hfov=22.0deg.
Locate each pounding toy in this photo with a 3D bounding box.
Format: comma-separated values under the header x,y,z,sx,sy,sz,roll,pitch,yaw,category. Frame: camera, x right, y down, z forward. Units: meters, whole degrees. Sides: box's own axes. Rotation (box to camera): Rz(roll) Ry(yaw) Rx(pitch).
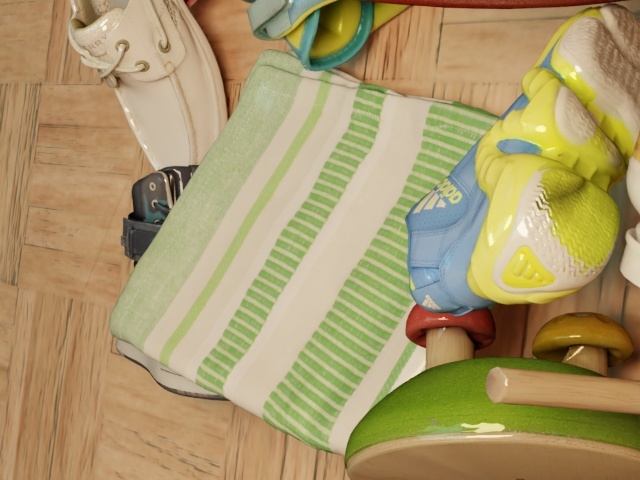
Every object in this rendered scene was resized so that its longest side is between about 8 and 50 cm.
x,y,z,sx,sy,sz,roll,pitch,yaw,category
0.117,0.074,0.882,0.237,0.183,0.110,140,139,-60,pounding toy

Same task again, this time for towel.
x,y,z,sx,sy,sz,roll,pitch,yaw,category
0.000,0.000,1.092,0.325,0.038,0.248,23,80,51,towel

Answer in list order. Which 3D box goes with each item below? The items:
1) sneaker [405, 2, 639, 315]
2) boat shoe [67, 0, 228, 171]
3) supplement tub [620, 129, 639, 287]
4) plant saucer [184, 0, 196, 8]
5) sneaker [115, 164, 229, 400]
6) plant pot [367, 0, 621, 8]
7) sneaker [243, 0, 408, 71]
x,y,z,sx,sy,sz,roll,pitch,yaw,category
0.108,-0.043,0.888,0.126,0.240,0.091,-25,107,37,sneaker
-0.158,-0.168,1.304,0.098,0.096,0.277,-13,99,41,boat shoe
0.230,-0.061,0.778,0.144,0.144,0.200,32,110,52,supplement tub
-0.114,-0.334,1.299,0.259,0.047,0.258,-35,85,41,plant saucer
-0.086,0.029,1.248,0.226,0.086,0.163,20,103,55,sneaker
0.140,-0.274,0.850,0.267,0.235,0.267,-42,47,42,plant pot
-0.060,-0.222,1.161,0.319,0.127,0.208,2,94,36,sneaker
